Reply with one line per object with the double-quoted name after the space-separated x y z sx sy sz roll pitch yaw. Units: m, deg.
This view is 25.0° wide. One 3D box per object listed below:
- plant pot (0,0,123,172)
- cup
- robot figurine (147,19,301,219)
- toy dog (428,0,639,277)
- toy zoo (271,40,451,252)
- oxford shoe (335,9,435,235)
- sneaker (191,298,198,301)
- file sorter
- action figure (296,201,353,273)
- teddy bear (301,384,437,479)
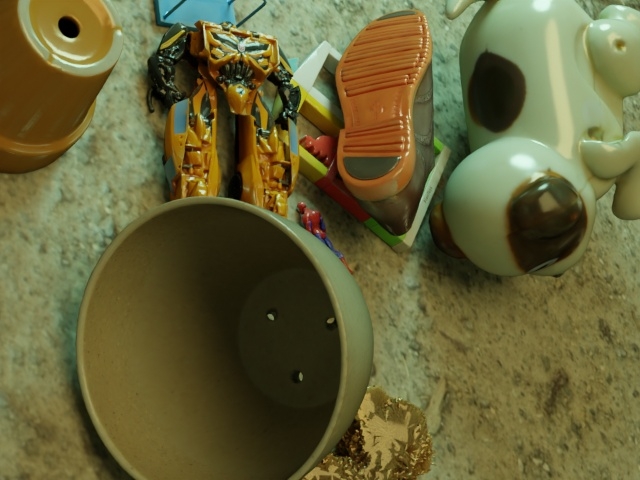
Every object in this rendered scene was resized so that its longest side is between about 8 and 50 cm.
-0.320 -0.203 1.610 0.205 0.188 0.205 16 62 -32 "plant pot"
-0.069 0.118 1.616 0.237 0.331 0.331 -1 70 -63 "cup"
-0.111 -0.151 1.809 0.211 0.085 0.291 8 67 -25 "robot figurine"
0.307 -0.138 1.998 0.395 0.285 0.408 40 56 -42 "toy dog"
0.039 -0.142 1.971 0.293 0.030 0.192 39 52 -18 "toy zoo"
0.095 -0.165 1.949 0.132 0.130 0.363 63 29 -44 "oxford shoe"
-0.147 0.062 1.741 0.083 0.031 0.035 -26 59 -34 "sneaker"
-0.146 -0.369 1.877 0.118 0.104 0.170 5 68 -37 "file sorter"
0.000 0.000 1.880 0.038 0.030 0.115 -18 78 -47 "action figure"
0.024 0.341 1.713 0.245 0.113 0.338 14 70 -25 "teddy bear"
